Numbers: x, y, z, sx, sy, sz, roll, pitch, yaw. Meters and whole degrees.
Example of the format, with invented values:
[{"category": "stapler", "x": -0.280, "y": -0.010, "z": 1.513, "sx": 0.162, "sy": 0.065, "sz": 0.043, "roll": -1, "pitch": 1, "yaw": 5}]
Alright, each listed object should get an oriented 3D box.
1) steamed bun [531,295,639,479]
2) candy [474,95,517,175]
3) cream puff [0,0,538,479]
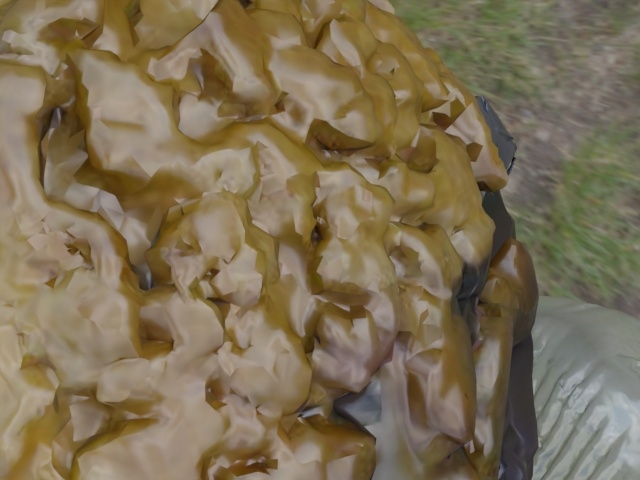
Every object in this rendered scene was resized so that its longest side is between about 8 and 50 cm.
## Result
[{"category": "steamed bun", "x": 0.207, "y": 0.202, "z": 1.247, "sx": 0.219, "sy": 0.324, "sz": 0.309, "roll": 3, "pitch": 104, "yaw": -27}, {"category": "candy", "x": 0.000, "y": 0.000, "z": 1.394, "sx": 0.312, "sy": 0.088, "sz": 0.061, "roll": -29, "pitch": 102, "yaw": 30}, {"category": "cream puff", "x": -0.050, "y": 0.047, "z": 0.578, "sx": 0.231, "sy": 0.343, "sz": 0.327, "roll": 0, "pitch": 66, "yaw": 6}]
